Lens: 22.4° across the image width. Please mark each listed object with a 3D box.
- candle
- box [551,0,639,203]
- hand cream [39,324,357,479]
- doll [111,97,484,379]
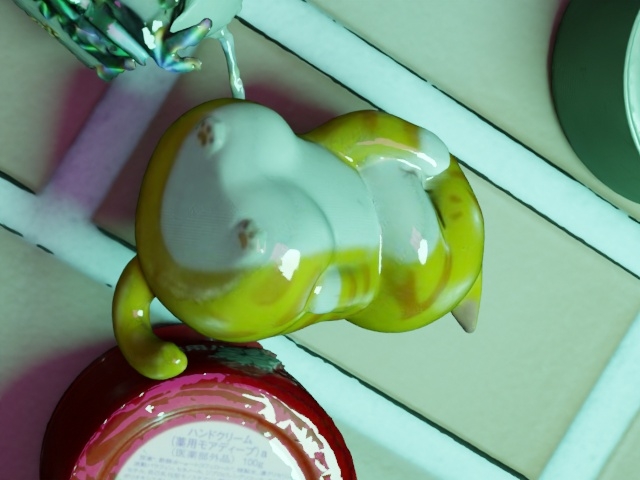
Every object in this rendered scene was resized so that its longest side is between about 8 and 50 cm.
[{"bbox_3d":[-0.135,-0.211,1.086,0.330,0.187,0.187,42,87,-17],"label":"candle"},{"bbox_3d":[0.303,-0.127,1.219,0.226,0.149,0.226,-2,99,-13],"label":"box"},{"bbox_3d":[-0.090,0.183,1.171,0.230,0.149,0.230,-2,101,-12],"label":"hand cream"},{"bbox_3d":[0.000,-0.007,1.110,0.270,0.162,0.166,-3,66,-32],"label":"doll"}]
